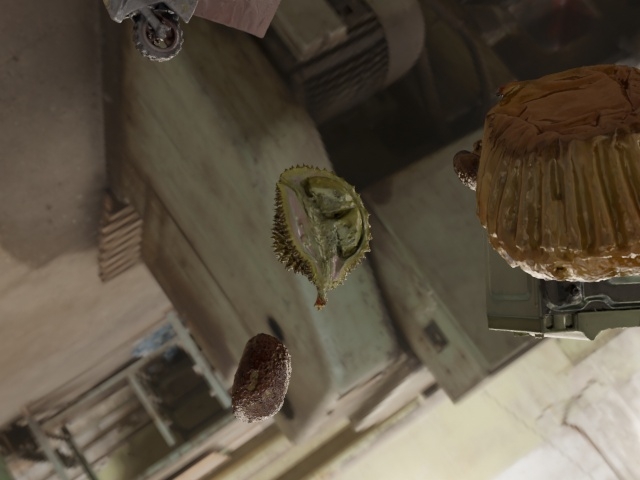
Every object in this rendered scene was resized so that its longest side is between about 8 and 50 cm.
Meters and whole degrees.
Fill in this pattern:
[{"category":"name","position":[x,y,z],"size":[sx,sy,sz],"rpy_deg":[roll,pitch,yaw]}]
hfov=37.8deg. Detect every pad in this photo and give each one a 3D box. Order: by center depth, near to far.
[{"category":"pad","position":[-0.147,-0.388,1.445],"size":[0.188,0.006,0.113],"rpy_deg":[13,121,-30]}]

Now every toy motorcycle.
[{"category":"toy motorcycle","position":[-0.205,-0.337,1.199],"size":[0.080,0.122,0.215],"rpy_deg":[-11,-126,56]}]

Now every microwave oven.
[{"category":"microwave oven","position":[0.469,0.015,1.527],"size":[0.355,0.286,0.218],"rpy_deg":[-1,178,-15]}]

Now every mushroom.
[{"category":"mushroom","position":[0.321,-0.144,1.914],"size":[0.085,0.109,0.126],"rpy_deg":[-24,-173,4]}]

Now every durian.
[{"category":"durian","position":[0.000,0.000,1.326],"size":[0.146,0.208,0.102],"rpy_deg":[2,162,-19]}]

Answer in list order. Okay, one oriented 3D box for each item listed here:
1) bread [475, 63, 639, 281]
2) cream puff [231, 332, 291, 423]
[{"category":"bread","position":[0.281,-0.076,0.953],"size":[0.274,0.149,0.274],"rpy_deg":[-17,-151,9]},{"category":"cream puff","position":[-0.091,0.224,1.507],"size":[0.149,0.084,0.149],"rpy_deg":[16,90,-85]}]
